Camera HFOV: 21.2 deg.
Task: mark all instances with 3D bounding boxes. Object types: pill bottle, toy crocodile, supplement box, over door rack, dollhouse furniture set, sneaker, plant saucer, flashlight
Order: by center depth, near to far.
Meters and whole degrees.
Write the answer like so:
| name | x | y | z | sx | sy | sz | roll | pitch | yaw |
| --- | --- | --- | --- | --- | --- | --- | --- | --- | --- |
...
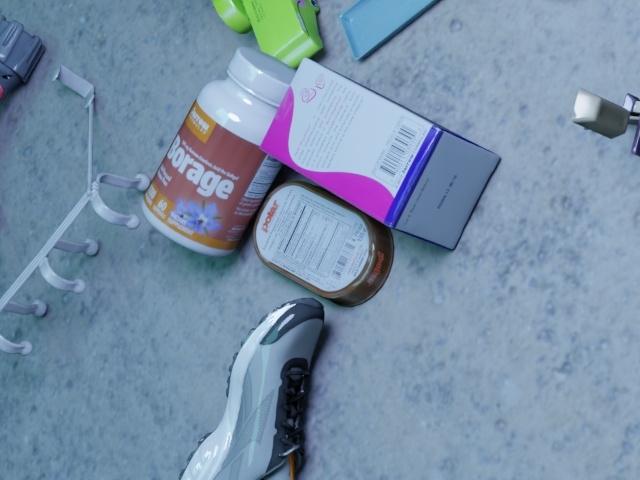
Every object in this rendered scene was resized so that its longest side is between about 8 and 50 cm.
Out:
| name | x | y | z | sx | sy | sz | roll | pitch | yaw |
| --- | --- | --- | --- | --- | --- | --- | --- | --- | --- |
| dollhouse furniture set | 0.262 | -0.134 | 1.608 | 0.081 | 0.114 | 0.091 | 12 | 86 | 47 |
| supplement box | 0.058 | -0.092 | 1.772 | 0.220 | 0.114 | 0.111 | 33 | 99 | 41 |
| sneaker | -0.051 | 0.188 | 1.797 | 0.108 | 0.100 | 0.271 | 26 | 97 | 29 |
| plant saucer | 0.102 | -0.272 | 1.859 | 0.192 | 0.018 | 0.067 | -35 | 55 | 27 |
| pill bottle | -0.101 | -0.100 | 1.894 | 0.121 | 0.121 | 0.216 | 45 | 113 | 41 |
| toy crocodile | -0.075 | -0.336 | 1.990 | 0.115 | 0.105 | 0.340 | -39 | 58 | 25 |
| over door rack | -0.326 | -0.035 | 2.110 | 0.239 | 0.108 | 0.324 | -48 | 36 | 18 |
| flashlight | -0.470 | -0.150 | 2.222 | 0.103 | 0.103 | 0.304 | 25 | 80 | 41 |

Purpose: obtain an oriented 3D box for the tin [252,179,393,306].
| name | x | y | z | sx | sy | sz | roll | pitch | yaw |
| --- | --- | --- | --- | --- | --- | --- | --- | --- | --- |
| tin | 0.000 | 0.000 | 1.846 | 0.190 | 0.040 | 0.106 | 27 | 90 | 43 |
